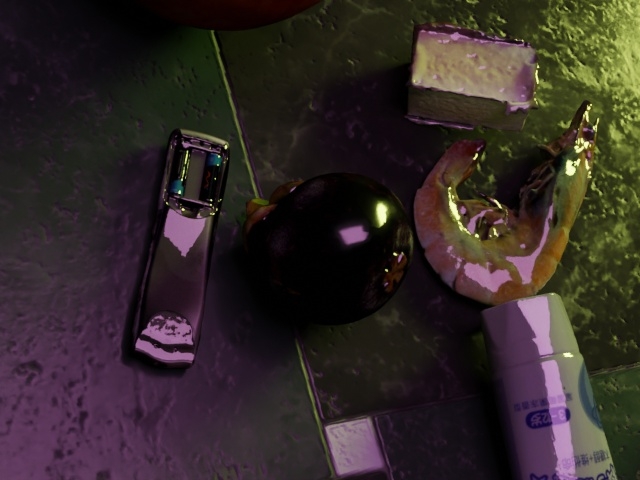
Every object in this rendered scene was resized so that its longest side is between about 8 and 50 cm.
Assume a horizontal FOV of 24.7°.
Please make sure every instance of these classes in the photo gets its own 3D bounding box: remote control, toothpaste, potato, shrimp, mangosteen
[{"bbox_3d":[-0.114,0.004,1.196,0.059,0.028,0.212,16,62,-18],"label":"remote control"},{"bbox_3d":[0.212,0.232,1.222,0.125,0.080,0.371,-6,78,-30],"label":"toothpaste"},{"bbox_3d":[0.139,-0.146,1.341,0.122,0.061,0.086,10,65,0],"label":"potato"},{"bbox_3d":[0.178,-0.050,1.338,0.143,0.052,0.251,34,57,1],"label":"shrimp"},{"bbox_3d":[0.000,0.000,1.202,0.151,0.137,0.137,29,52,30],"label":"mangosteen"}]

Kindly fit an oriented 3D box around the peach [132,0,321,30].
[{"bbox_3d":[-0.080,-0.305,1.211,0.238,0.281,0.281,-37,85,-31],"label":"peach"}]
